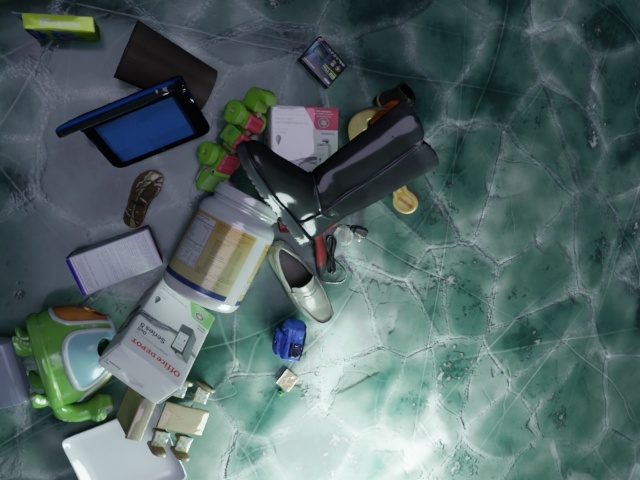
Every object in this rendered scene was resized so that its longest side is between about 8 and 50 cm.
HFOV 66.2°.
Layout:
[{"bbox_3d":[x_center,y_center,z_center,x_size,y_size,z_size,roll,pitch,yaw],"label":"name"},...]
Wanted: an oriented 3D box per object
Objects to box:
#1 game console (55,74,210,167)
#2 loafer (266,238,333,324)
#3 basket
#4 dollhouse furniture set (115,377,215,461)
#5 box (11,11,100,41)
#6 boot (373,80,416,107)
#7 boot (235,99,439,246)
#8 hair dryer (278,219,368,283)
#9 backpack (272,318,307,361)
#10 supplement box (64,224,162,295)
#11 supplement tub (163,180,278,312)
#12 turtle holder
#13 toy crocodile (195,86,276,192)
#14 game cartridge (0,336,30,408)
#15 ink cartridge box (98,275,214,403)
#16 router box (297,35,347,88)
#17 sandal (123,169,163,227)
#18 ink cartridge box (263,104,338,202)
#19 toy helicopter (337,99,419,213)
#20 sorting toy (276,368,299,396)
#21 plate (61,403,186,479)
[{"bbox_3d":[-0.445,-0.273,1.218,0.292,0.250,0.174,-22,114,2],"label":"game console"},{"bbox_3d":[-0.059,0.138,1.516,0.112,0.111,0.320,-39,107,-8],"label":"loafer"},{"bbox_3d":[-0.401,-0.446,1.291,0.226,0.204,0.154,23,113,-28],"label":"basket"},{"bbox_3d":[-0.429,0.502,1.390,0.242,0.161,0.212,26,78,-29],"label":"dollhouse furniture set"},{"bbox_3d":[-0.655,-0.533,1.227,0.178,0.109,0.043,-4,101,-17],"label":"box"},{"bbox_3d":[0.272,-0.395,1.518,0.197,0.137,0.077,34,68,-20],"label":"boot"},{"bbox_3d":[0.054,-0.222,1.288,0.445,0.146,0.367,-30,133,8],"label":"boot"},{"bbox_3d":[0.000,0.000,1.531,0.293,0.080,0.224,29,90,-19],"label":"hair dryer"},{"bbox_3d":[-0.095,0.306,1.538,0.101,0.098,0.120,14,95,-15],"label":"backpack"},{"bbox_3d":[-0.557,0.049,1.346,0.219,0.111,0.114,-23,105,-13],"label":"supplement box"},{"bbox_3d":[-0.268,0.017,1.370,0.228,0.228,0.316,28,89,-19],"label":"supplement tub"},{"bbox_3d":[-0.644,0.324,1.288,0.227,0.243,0.321,-17,78,-29],"label":"turtle holder"},{"bbox_3d":[-0.237,-0.274,1.362,0.341,0.105,0.115,-54,149,13],"label":"toy crocodile"},{"bbox_3d":[-0.925,0.352,1.270,0.297,0.062,0.198,-10,106,0],"label":"game cartridge"},{"bbox_3d":[-0.431,0.264,1.328,0.114,0.273,0.198,-36,111,27],"label":"ink cartridge box"},{"bbox_3d":[0.007,-0.532,1.472,0.122,0.038,0.092,42,86,-19],"label":"router box"},{"bbox_3d":[-0.499,-0.120,1.376,0.072,0.049,0.180,25,105,-14],"label":"sandal"},{"bbox_3d":[-0.058,-0.247,1.454,0.207,0.117,0.283,-2,99,-17],"label":"ink cartridge box"},{"bbox_3d":[0.193,-0.235,1.509,0.234,0.140,0.355,-17,111,30],"label":"toy helicopter"},{"bbox_3d":[-0.116,0.466,1.601,0.062,0.012,0.083,43,81,-23],"label":"sorting toy"},{"bbox_3d":[-0.578,0.647,1.466,0.277,0.045,0.278,-20,104,-14],"label":"plate"}]
